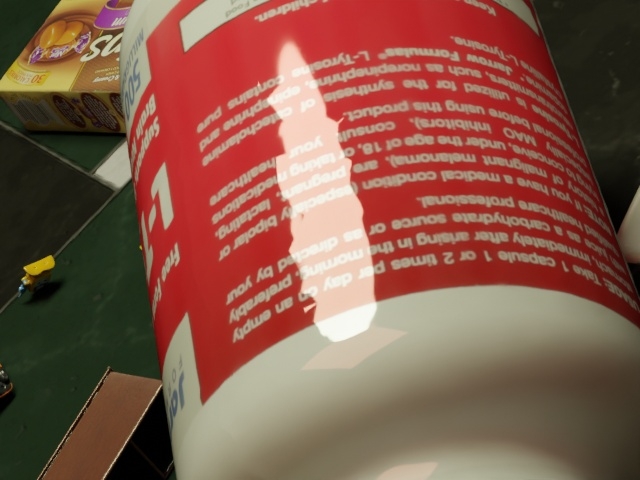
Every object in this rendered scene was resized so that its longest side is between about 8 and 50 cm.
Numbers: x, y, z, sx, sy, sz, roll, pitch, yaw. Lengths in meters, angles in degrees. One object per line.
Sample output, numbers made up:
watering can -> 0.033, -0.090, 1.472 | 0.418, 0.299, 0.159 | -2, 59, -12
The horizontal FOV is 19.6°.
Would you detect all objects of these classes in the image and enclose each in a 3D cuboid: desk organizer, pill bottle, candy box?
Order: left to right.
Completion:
desk organizer -> -0.129, 0.142, 1.090 | 0.050, 0.047, 0.130 | 5, 54, 41
candy box -> -0.151, -0.136, 1.412 | 0.186, 0.053, 0.109 | 4, 53, 45
pill bottle -> 0.035, 0.036, 0.882 | 0.229, 0.229, 0.408 | -27, 48, 16

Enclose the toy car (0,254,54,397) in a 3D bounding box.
toy car -> -0.212, 0.070, 1.267 | 0.122, 0.060, 0.040 | -43, -12, -35

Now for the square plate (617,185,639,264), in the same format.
square plate -> 0.360, -0.106, 0.937 | 0.344, 0.049, 0.347 | 3, 52, 42

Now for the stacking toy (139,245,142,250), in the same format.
stacking toy -> 0.000, 0.000, 1.137 | 0.167, 0.052, 0.221 | -44, 38, -6
